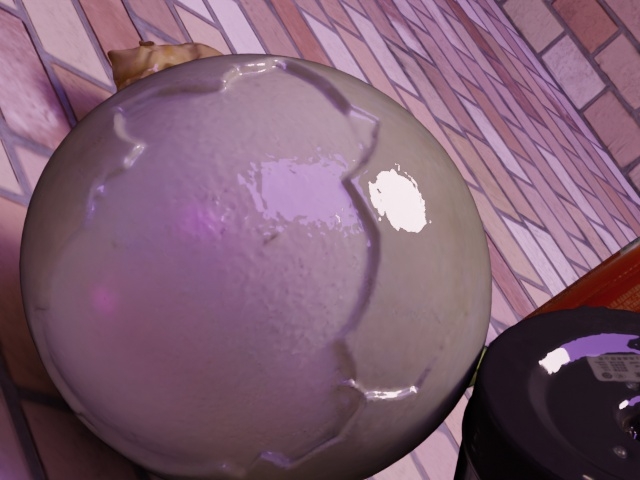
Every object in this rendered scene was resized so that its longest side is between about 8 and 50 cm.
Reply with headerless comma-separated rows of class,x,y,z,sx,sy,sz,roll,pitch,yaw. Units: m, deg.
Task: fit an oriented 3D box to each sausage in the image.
sausage,0.306,0.070,1.664,0.083,0.264,0.083,45,20,-21

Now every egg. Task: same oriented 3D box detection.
egg,-0.042,0.023,0.941,0.278,0.278,0.336,54,21,19

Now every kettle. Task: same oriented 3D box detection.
kettle,0.170,0.217,1.019,0.228,0.324,0.321,-3,31,-20

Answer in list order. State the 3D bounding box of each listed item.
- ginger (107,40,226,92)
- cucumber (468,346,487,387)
ginger,-0.074,-0.078,1.305,0.267,0.152,0.138,27,49,-7
cucumber,0.109,0.097,1.510,0.220,0.046,0.070,38,23,-24
